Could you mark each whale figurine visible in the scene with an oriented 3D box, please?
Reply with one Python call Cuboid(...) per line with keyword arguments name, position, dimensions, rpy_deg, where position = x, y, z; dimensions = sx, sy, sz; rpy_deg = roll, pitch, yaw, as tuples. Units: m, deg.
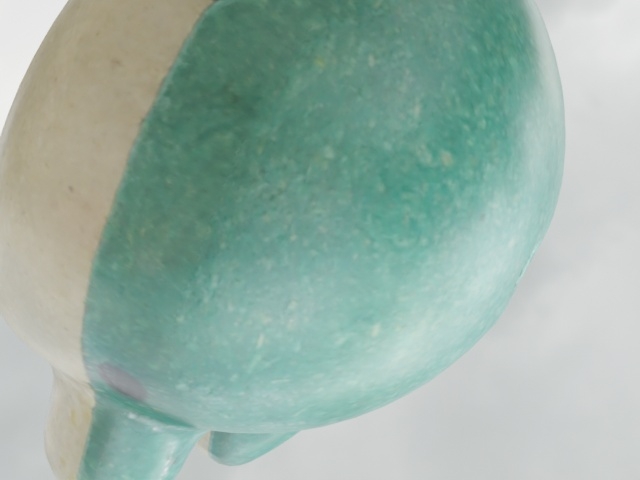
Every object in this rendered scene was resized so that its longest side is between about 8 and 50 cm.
Cuboid(name="whale figurine", position=(0.000, 0.000, 0.556), dimensions=(0.141, 0.272, 0.216), rpy_deg=(25, -113, 15))
